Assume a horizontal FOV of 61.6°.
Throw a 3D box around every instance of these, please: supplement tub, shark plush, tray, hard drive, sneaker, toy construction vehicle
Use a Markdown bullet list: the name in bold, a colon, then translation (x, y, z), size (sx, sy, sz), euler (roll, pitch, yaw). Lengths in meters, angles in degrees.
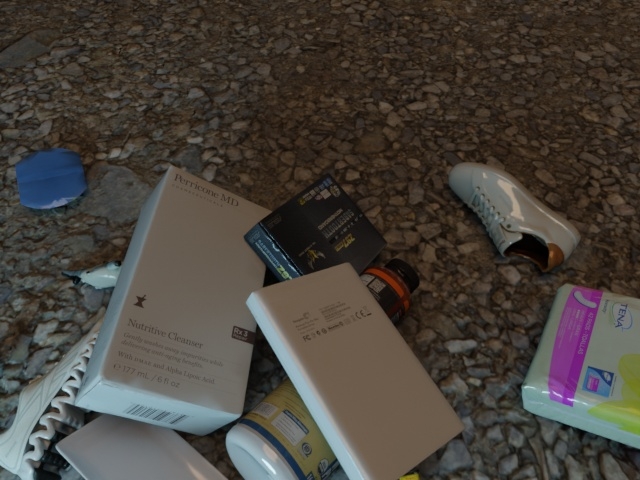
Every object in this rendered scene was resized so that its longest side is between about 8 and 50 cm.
- **supplement tub**: translation (0.088, 0.116, 0.941), size (0.106, 0.106, 0.198), euler (38, 62, 24)
- **shark plush**: translation (-0.414, 0.065, 1.029), size (0.161, 0.073, 0.067), euler (-15, 32, 14)
- **supplement tub**: translation (-0.023, 0.275, 0.791), size (0.144, 0.144, 0.199), euler (36, 52, 23)
- **tray**: translation (-0.245, 0.352, 0.790), size (0.270, 0.030, 0.145), euler (32, 31, 21)
- **hard drive**: translation (0.051, 0.180, 0.775), size (0.203, 0.040, 0.308), euler (-14, 61, -41)
- **sneaker**: translation (-0.409, 0.231, 0.863), size (0.118, 0.110, 0.292), euler (11, 54, 18)
- **sneaker**: translation (0.359, -0.050, 1.061), size (0.290, 0.106, 0.123), euler (38, 60, 23)
- **toy construction vehicle**: translation (0.097, 0.343, 0.825), size (0.098, 0.035, 0.086), euler (-10, 65, -4)

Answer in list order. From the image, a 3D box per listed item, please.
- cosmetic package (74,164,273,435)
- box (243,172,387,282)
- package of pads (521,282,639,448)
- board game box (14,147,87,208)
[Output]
- **cosmetic package**: translation (-0.221, 0.093, 0.880), size (0.217, 0.156, 0.385), euler (23, 52, -25)
- **box**: translation (0.000, 0.000, 0.968), size (0.183, 0.059, 0.232), euler (51, 44, -1)
- **package of pads**: translation (0.499, 0.201, 0.843), size (0.296, 0.101, 0.229), euler (14, 53, 32)
- **board game box**: translation (-0.580, -0.128, 1.164), size (0.133, 0.033, 0.169), euler (-16, 61, -18)
